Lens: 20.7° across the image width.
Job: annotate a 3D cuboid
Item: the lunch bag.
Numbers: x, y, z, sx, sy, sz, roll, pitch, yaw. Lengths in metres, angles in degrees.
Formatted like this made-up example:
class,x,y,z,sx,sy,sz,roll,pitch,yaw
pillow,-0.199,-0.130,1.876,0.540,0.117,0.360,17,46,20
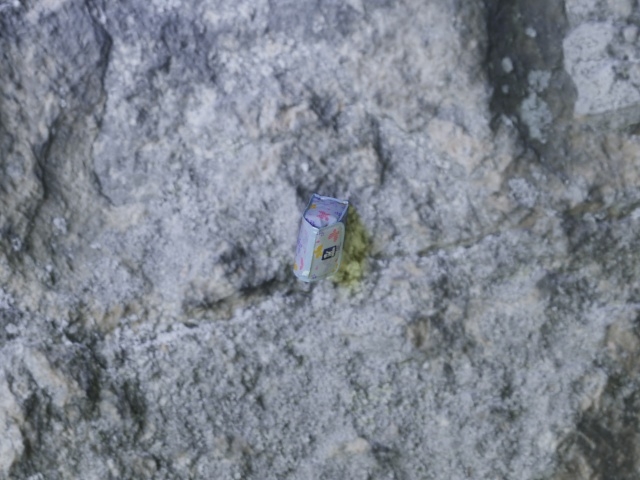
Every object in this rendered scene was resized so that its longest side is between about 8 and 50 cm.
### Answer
class,x,y,z,sx,sy,sz,roll,pitch,yaw
lunch bag,0.000,0.000,1.895,0.053,0.083,0.071,14,116,9
